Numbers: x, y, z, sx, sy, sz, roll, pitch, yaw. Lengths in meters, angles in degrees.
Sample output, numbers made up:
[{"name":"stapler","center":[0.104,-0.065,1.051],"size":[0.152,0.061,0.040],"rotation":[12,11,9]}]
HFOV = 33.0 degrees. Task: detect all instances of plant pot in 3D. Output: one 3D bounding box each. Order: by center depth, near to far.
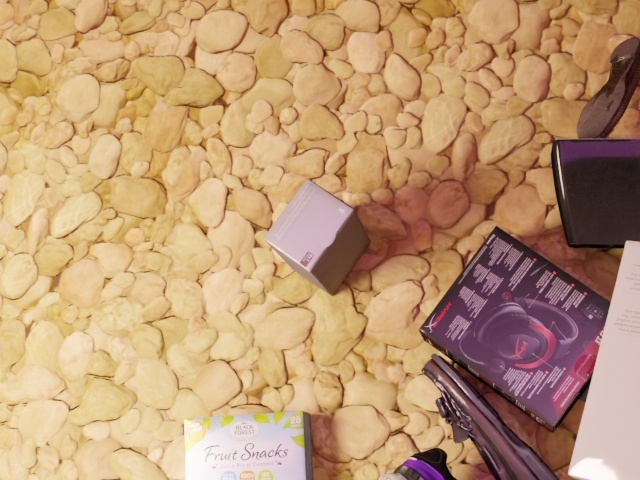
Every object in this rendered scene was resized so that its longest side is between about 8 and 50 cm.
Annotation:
[{"name":"plant pot","center":[0.469,-0.071,1.755],"size":[0.187,0.188,0.167],"rotation":[1,88,11]}]

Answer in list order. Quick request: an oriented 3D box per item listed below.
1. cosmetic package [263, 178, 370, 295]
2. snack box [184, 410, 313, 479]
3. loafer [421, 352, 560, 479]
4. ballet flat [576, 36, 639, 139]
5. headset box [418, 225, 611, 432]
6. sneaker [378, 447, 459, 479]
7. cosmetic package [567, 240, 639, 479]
[{"name":"cosmetic package","center":[0.000,0.000,1.787],"size":[0.107,0.238,0.127],"rotation":[34,83,17]},{"name":"snack box","center":[-0.118,0.376,1.794],"size":[0.207,0.070,0.174],"rotation":[-4,76,9]},{"name":"loafer","center":[0.257,0.315,1.723],"size":[0.095,0.109,0.302],"rotation":[-44,74,2]},{"name":"ballet flat","center":[0.499,-0.244,1.821],"size":[0.084,0.058,0.250],"rotation":[-11,40,46]},{"name":"headset box","center":[0.341,0.152,1.745],"size":[0.293,0.110,0.218],"rotation":[35,84,18]},{"name":"sneaker","center":[0.228,0.449,1.681],"size":[0.146,0.102,0.293],"rotation":[-34,90,-28]},{"name":"cosmetic package","center":[0.511,0.205,1.603],"size":[0.155,0.197,0.365],"rotation":[7,78,40]}]
